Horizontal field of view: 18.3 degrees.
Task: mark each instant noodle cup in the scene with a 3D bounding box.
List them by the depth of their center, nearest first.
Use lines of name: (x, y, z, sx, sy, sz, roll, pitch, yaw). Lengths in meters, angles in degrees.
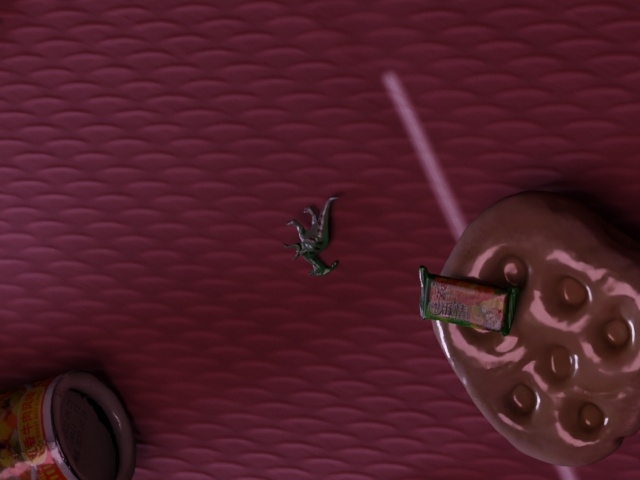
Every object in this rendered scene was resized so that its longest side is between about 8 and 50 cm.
instant noodle cup: (-0.301, 0.225, 1.971, 0.212, 0.193, 0.193, -23, 99, 27)

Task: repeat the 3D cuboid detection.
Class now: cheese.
cheese: (0.208, 0.068, 1.647, 0.218, 0.117, 0.235, -3, 108, 28)

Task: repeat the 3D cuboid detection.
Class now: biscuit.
biscuit: (0.118, 0.051, 1.611, 0.089, 0.016, 0.046, 11, 107, 24)

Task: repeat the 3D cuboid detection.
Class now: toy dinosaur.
toy dinosaur: (0.000, 0.000, 1.789, 0.083, 0.021, 0.062, -27, 104, 38)
